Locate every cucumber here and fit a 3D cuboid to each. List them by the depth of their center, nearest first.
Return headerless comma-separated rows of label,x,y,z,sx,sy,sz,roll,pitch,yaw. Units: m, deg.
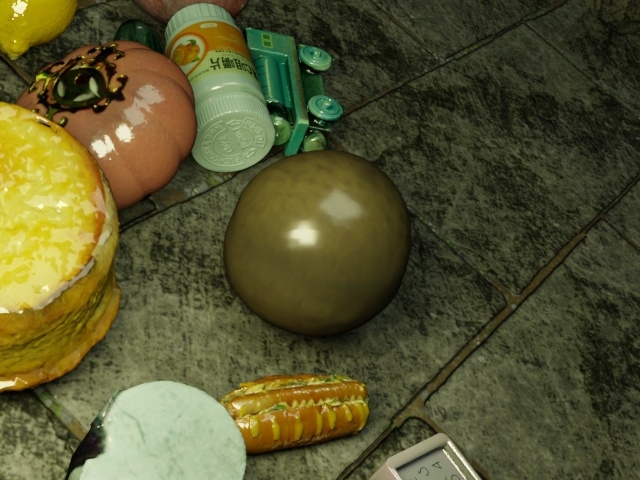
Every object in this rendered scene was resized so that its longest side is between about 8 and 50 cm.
cucumber,-0.339,-0.343,2.026,0.115,0.063,0.244,9,43,-30

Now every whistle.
whistle,-0.255,0.313,1.297,0.405,0.168,0.188,-21,64,-47

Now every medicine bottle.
medicine bottle,-0.194,-0.291,1.994,0.158,0.158,0.318,7,44,-30

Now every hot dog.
hot dog,-0.035,0.250,1.608,0.269,0.072,0.115,-6,45,-39

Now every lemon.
lemon,-0.520,-0.427,1.884,0.187,0.187,0.244,18,57,-20

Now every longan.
longan,0.000,0.000,1.712,0.319,0.319,0.319,20,40,-18

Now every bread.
bread,-0.442,0.003,1.420,0.398,0.215,0.398,10,56,-16

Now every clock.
clock,0.187,0.399,1.612,0.150,0.063,0.197,-15,59,-43

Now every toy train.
toy train,-0.068,-0.290,2.127,0.194,0.120,0.298,8,44,-19

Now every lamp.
lamp,-0.332,-0.166,1.693,0.239,0.305,0.305,62,11,-48

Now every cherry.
cherry,-0.255,-0.533,2.157,0.261,0.221,0.307,21,14,17
